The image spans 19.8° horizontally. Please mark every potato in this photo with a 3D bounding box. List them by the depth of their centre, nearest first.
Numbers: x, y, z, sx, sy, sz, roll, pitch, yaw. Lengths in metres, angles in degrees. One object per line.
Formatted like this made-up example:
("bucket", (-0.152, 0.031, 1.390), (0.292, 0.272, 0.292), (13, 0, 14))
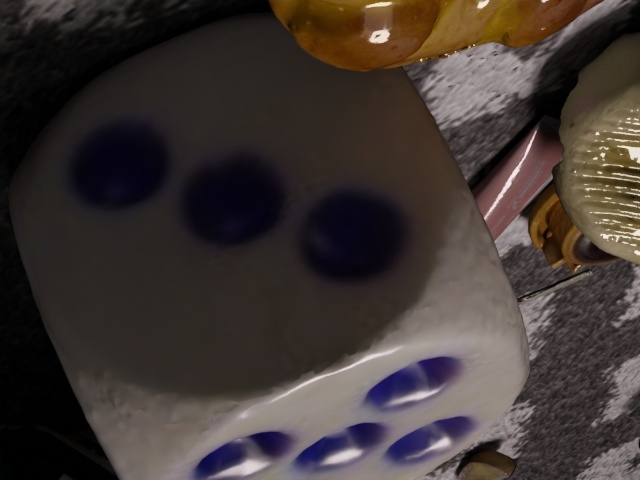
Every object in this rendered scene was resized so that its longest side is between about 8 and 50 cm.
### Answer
("potato", (0.171, 0.234, 1.920), (0.037, 0.036, 0.093), (-53, -172, -30))

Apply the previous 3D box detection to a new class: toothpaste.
("toothpaste", (0.130, -0.023, 1.425), (0.067, 0.043, 0.194), (13, 128, -47))

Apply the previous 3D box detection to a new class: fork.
("fork", (0.192, 0.050, 1.637), (0.115, 0.012, 0.016), (-25, 157, -12))

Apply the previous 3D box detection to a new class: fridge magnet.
("fridge magnet", (0.235, -0.028, 1.476), (0.143, 0.063, 0.143), (-17, 152, -10))

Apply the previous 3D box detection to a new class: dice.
("dice", (-0.033, 0.026, 1.128), (0.251, 0.259, 0.243), (-24, 151, -4))

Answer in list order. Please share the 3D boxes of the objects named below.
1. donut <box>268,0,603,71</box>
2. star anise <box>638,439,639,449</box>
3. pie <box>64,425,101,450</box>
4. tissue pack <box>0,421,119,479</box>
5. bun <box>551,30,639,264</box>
("donut", (0.100, -0.218, 0.933), (0.317, 0.150, 0.299), (-18, 152, -17))
("star anise", (0.478, 0.150, 1.880), (0.346, 0.237, 0.148), (-30, 127, 32))
("pie", (-0.164, 0.211, 1.526), (0.179, 0.084, 0.205), (-9, 145, -30))
("tissue pack", (-0.086, 0.313, 1.256), (0.253, 0.416, 0.264), (28, 83, -39))
("bun", (0.255, -0.074, 1.345), (0.193, 0.128, 0.178), (14, 126, -12))
